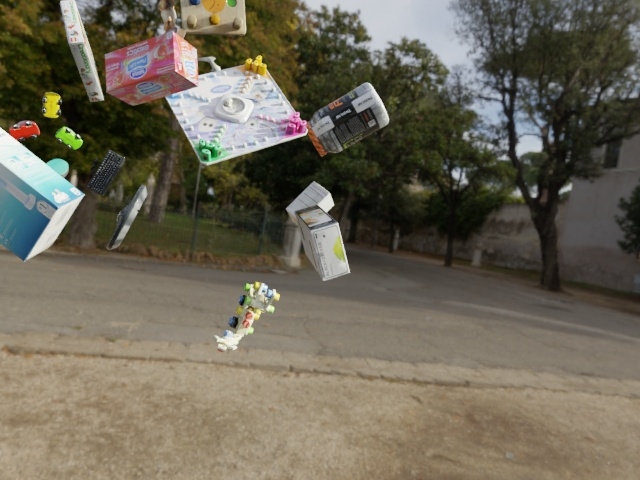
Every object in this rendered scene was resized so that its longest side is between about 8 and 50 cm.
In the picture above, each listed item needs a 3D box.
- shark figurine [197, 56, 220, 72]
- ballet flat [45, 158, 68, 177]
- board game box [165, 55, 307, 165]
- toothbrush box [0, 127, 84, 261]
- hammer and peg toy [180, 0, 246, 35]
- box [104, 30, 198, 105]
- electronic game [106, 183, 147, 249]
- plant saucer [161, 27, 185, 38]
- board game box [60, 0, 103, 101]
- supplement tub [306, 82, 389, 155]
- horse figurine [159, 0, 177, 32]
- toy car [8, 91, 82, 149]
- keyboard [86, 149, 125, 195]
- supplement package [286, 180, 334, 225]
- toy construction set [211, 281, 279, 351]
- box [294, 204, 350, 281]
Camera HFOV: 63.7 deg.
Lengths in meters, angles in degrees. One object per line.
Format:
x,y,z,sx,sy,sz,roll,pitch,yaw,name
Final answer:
-0.472,-0.715,2.360,0.116,0.278,0.166,-32,24,-4,shark figurine
-0.819,-0.184,1.559,0.074,0.074,0.203,8,27,-17,ballet flat
-0.298,-0.464,1.772,0.390,0.390,0.050,-22,-26,-22,board game box
-0.840,-0.126,1.396,0.295,0.216,0.126,39,22,-8,toothbrush box
-0.441,-1.009,2.060,0.266,0.361,0.127,-5,5,-15,hammer and peg toy
-0.507,-0.511,1.547,0.257,0.128,0.123,-8,-9,20,box
-0.604,-0.074,1.601,0.048,0.229,0.229,29,-7,-20,electronic game
-0.600,-0.773,2.006,0.168,0.168,0.029,9,-28,42,plant saucer
-0.857,-0.674,1.857,0.053,0.193,0.305,-15,-19,-16,board game box
0.103,-0.487,2.109,0.316,0.193,0.193,-29,-4,6,supplement tub
-0.615,-0.917,2.078,0.066,0.263,0.174,-11,12,-21,horse figurine
-1.014,-0.429,1.956,0.225,0.239,0.053,42,7,-49,toy car
-0.889,-0.283,2.100,0.108,0.180,0.023,29,-6,-3,keyboard
-0.044,-0.147,2.237,0.105,0.179,0.105,39,-13,27,supplement package
-0.298,0.309,2.076,0.151,0.327,0.215,39,-3,-23,toy construction set
0.000,0.000,1.634,0.087,0.169,0.290,-16,16,-7,box
